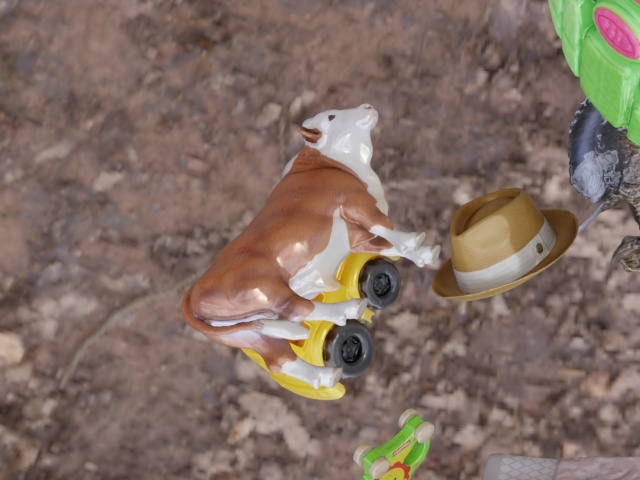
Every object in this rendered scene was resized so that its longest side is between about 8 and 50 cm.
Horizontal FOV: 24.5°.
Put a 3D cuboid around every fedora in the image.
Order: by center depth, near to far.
[{"bbox_3d":[0.203,-0.006,1.719,0.194,0.194,0.079,-19,110,27],"label":"fedora"}]

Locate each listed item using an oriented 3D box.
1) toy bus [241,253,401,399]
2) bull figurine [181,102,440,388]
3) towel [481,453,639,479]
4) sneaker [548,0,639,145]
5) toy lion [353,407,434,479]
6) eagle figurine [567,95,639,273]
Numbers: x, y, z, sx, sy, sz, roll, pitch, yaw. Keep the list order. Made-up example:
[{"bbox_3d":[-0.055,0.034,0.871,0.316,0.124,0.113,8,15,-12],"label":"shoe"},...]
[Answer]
[{"bbox_3d":[-0.031,0.062,1.863,0.211,0.220,0.149,35,163,-34],"label":"toy bus"},{"bbox_3d":[0.000,0.000,1.459,0.188,0.310,0.101,27,151,22],"label":"bull figurine"},{"bbox_3d":[0.315,0.342,1.730,0.317,0.332,0.053,-2,111,21],"label":"towel"},{"bbox_3d":[0.406,-0.151,1.323,0.483,0.202,0.185,40,144,5],"label":"sneaker"},{"bbox_3d":[0.073,0.233,1.508,0.034,0.100,0.096,37,150,35],"label":"toy lion"},{"bbox_3d":[0.398,-0.117,1.758,0.225,0.226,0.298,-19,110,-2],"label":"eagle figurine"}]
